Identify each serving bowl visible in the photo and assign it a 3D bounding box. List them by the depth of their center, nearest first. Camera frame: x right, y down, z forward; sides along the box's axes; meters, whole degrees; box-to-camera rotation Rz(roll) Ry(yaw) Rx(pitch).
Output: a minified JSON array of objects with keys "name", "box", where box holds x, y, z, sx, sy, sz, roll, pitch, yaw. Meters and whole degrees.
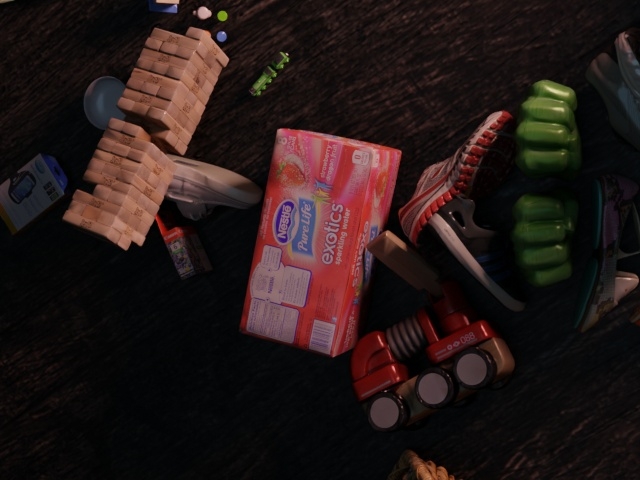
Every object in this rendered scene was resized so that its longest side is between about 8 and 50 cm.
[{"name":"serving bowl","box":[-0.329,-0.215,1.907,0.083,0.027,0.083,1,93,19]}]

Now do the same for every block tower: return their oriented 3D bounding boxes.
[{"name":"block tower","box":[-0.257,-0.153,1.795,0.097,0.091,0.336,20,78,26]}]

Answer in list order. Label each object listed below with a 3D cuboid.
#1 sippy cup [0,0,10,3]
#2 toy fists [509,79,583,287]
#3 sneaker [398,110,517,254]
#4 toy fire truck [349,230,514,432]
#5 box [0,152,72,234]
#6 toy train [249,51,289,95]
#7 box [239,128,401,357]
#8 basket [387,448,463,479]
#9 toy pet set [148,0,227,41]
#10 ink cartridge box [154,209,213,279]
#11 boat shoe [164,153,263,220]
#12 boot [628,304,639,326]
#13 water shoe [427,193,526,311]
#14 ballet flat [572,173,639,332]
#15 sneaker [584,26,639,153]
[{"name":"sippy cup","box":[-0.436,-0.508,1.822,0.240,0.224,0.306,5,95,18]},{"name":"toy fists","box":[0.306,-0.075,1.633,0.096,0.142,0.279,4,95,19]},{"name":"sneaker","box":[0.187,-0.092,1.698,0.225,0.088,0.093,-50,40,5]},{"name":"toy fire truck","box":[0.125,0.127,1.718,0.217,0.158,0.246,-29,72,19]},{"name":"box","box":[-0.464,-0.079,1.965,0.136,0.028,0.081,-35,82,16]},{"name":"toy train","box":[-0.078,-0.249,1.819,0.017,0.023,0.083,46,106,11]},{"name":"box","box":[0.000,0.000,1.745,0.154,0.142,0.300,13,97,18]},{"name":"basket","box":[0.129,0.483,1.694,0.223,0.213,0.299,28,102,15]},{"name":"toy pet set","box":[-0.203,-0.367,1.849,0.114,0.065,0.122,1,98,-16]},{"name":"ink cartridge box","box":[-0.211,0.001,1.861,0.029,0.063,0.115,-26,85,20]},{"name":"boat shoe","box":[-0.191,-0.074,1.848,0.227,0.079,0.081,18,106,24]},{"name":"boot","box":[0.494,0.088,1.625,0.158,0.059,0.085,-31,88,17]},{"name":"water shoe","box":[0.234,0.019,1.663,0.080,0.073,0.203,-46,118,3]},{"name":"ballet flat","box":[0.397,0.021,1.651,0.079,0.077,0.222,7,96,-1]},{"name":"sneaker","box":[0.449,-0.145,1.614,0.108,0.100,0.272,-32,85,43]}]
